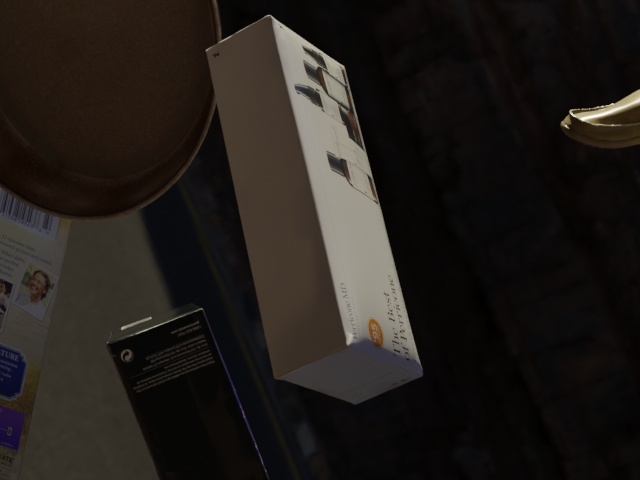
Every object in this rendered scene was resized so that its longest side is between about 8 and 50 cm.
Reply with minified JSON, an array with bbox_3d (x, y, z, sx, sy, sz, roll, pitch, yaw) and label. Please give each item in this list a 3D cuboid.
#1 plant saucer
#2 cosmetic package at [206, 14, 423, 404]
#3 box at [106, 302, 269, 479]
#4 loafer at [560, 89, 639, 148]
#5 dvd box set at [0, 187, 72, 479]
[{"bbox_3d":[-0.204,-0.172,1.193,0.050,0.310,0.311,-25,92,-60],"label":"plant saucer"},{"bbox_3d":[-0.004,-0.021,0.917,0.099,0.060,0.239,23,47,-53],"label":"cosmetic package"},{"bbox_3d":[-0.136,0.165,1.417,0.261,0.103,0.184,174,-102,-82],"label":"box"},{"bbox_3d":[0.301,-0.120,1.351,0.056,0.148,0.050,-119,-151,-62],"label":"loafer"},{"bbox_3d":[-0.439,0.064,1.549,0.307,0.062,0.420,26,60,-37],"label":"dvd box set"}]
